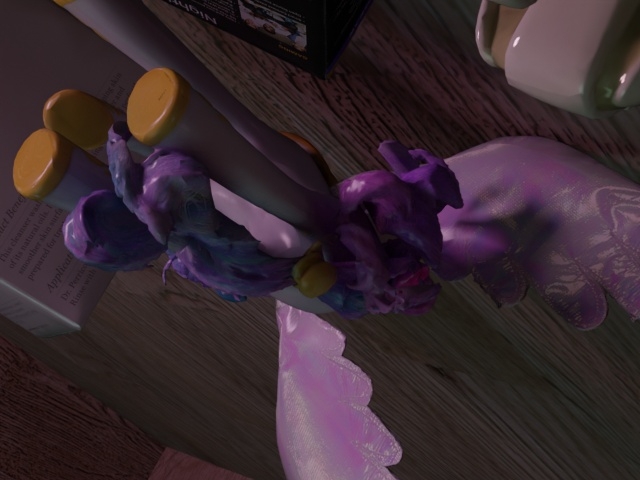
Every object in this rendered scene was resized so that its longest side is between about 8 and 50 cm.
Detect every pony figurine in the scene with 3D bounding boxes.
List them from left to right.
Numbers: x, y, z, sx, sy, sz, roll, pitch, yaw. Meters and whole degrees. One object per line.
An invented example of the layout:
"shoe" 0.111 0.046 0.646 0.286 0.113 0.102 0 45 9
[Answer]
"pony figurine" 0.000 0.000 0.771 0.363 0.303 0.351 30 -165 -38

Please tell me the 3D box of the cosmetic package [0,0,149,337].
"cosmetic package" -0.308 -0.110 0.973 0.385 0.217 0.156 35 161 -14

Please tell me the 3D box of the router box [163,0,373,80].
"router box" -0.114 -0.210 0.579 0.308 0.081 0.243 27 169 6

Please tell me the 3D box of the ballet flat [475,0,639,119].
"ballet flat" 0.084 -0.120 0.401 0.147 0.147 0.409 19 169 28
